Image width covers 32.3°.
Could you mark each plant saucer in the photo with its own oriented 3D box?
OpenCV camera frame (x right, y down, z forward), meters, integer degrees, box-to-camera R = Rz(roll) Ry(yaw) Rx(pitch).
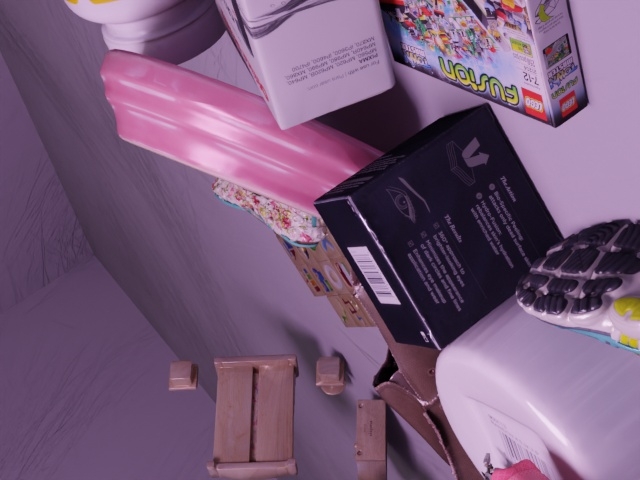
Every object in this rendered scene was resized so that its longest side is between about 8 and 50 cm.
[{"bbox_3d":[-0.077,-0.097,1.145,0.332,0.084,0.332,21,180,0],"label":"plant saucer"}]

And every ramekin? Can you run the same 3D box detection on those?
[{"bbox_3d":[0.231,0.167,1.016,0.277,0.135,0.277,49,162,22],"label":"ramekin"}]

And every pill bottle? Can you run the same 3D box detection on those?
[{"bbox_3d":[-0.218,-0.356,1.177,0.188,0.188,0.334,36,154,48],"label":"pill bottle"}]

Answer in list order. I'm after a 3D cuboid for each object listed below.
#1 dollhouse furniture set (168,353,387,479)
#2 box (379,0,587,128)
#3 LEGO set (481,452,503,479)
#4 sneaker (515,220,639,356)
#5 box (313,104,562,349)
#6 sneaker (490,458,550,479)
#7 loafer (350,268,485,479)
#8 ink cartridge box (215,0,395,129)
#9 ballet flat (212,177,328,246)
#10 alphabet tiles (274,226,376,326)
[{"bbox_3d":[-0.070,0.358,1.785,0.174,0.355,0.303,83,-173,-54],"label":"dollhouse furniture set"},{"bbox_3d":[0.116,-0.171,0.871,0.207,0.036,0.114,34,153,50],"label":"box"},{"bbox_3d":[0.172,0.240,1.036,0.083,0.023,0.054,52,162,12],"label":"LEGO set"},{"bbox_3d":[0.251,0.063,0.840,0.110,0.107,0.275,54,165,-27],"label":"sneaker"},{"bbox_3d":[0.106,-0.011,0.982,0.156,0.158,0.093,59,162,-10],"label":"box"},{"bbox_3d":[0.201,0.297,0.979,0.314,0.116,0.136,79,168,-50],"label":"sneaker"},{"bbox_3d":[0.125,0.144,1.209,0.134,0.130,0.366,-68,-37,-61],"label":"loafer"},{"bbox_3d":[-0.041,-0.261,0.926,0.197,0.114,0.273,-118,7,-45],"label":"ink cartridge box"},{"bbox_3d":[-0.064,-0.064,1.476,0.241,0.091,0.077,30,119,47],"label":"ballet flat"},{"bbox_3d":[0.000,0.000,1.543,0.285,0.011,0.342,58,163,-5],"label":"alphabet tiles"}]
